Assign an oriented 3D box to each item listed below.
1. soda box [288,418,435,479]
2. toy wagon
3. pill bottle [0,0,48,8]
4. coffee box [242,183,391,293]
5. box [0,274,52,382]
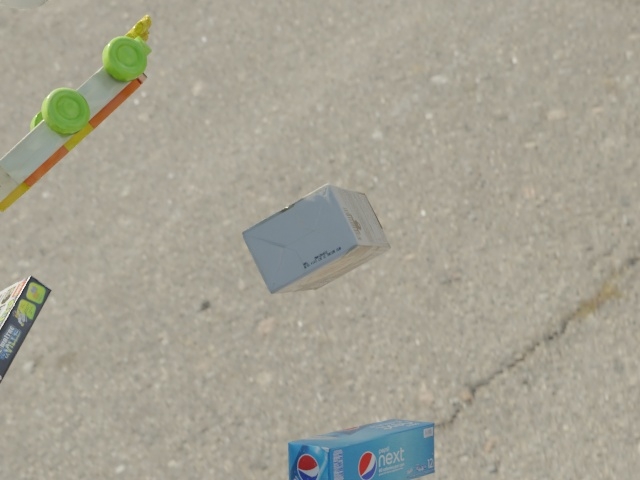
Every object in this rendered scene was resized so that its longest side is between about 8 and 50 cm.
[{"bbox_3d":[0.054,0.271,1.547,0.071,0.067,0.210,0,1,42],"label":"soda box"},{"bbox_3d":[-0.315,-0.175,1.625,0.267,0.068,0.344,-27,19,52],"label":"toy wagon"},{"bbox_3d":[-0.292,-0.392,1.325,0.160,0.283,0.160,20,46,-23],"label":"pill bottle"},{"bbox_3d":[0.000,0.000,1.752,0.141,0.246,0.098,-28,83,11],"label":"coffee box"},{"bbox_3d":[-0.425,0.147,1.573,0.114,0.036,0.207,-23,36,46],"label":"box"}]
